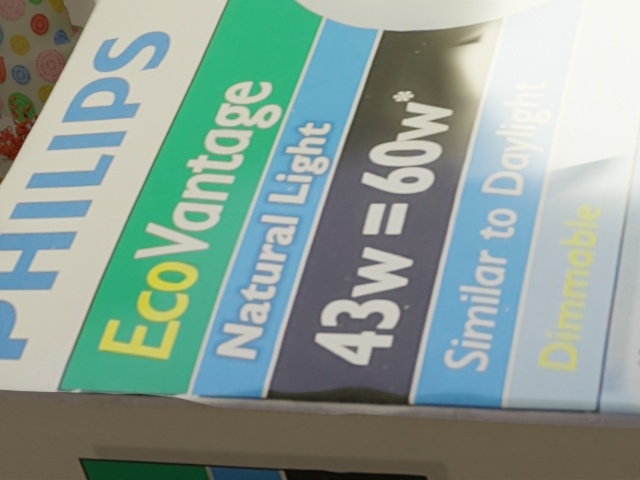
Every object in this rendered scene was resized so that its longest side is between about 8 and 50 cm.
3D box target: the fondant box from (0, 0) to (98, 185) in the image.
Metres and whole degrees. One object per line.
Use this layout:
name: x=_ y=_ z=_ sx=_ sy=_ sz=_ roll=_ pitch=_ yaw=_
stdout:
fondant box: x=-0.192 y=-0.018 z=1.184 sx=0.238 sy=0.330 sz=0.096 roll=-9 pitch=16 yaw=24

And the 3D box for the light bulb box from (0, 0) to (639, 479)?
light bulb box: x=0.102 y=-0.001 z=0.651 sx=0.361 sy=0.225 sz=0.358 roll=0 pitch=45 yaw=18
